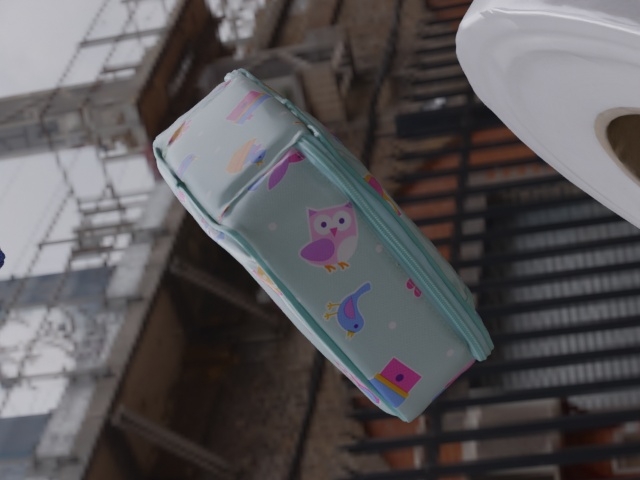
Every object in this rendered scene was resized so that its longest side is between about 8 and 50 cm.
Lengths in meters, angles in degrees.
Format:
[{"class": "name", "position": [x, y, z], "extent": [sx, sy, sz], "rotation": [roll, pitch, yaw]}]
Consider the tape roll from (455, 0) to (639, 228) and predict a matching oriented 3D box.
[{"class": "tape roll", "position": [0.198, -0.050, 0.555], "extent": [0.100, 0.286, 0.286], "rotation": [-59, -24, -6]}]

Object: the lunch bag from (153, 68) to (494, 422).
[{"class": "lunch bag", "position": [0.000, 0.000, 1.012], "extent": [0.224, 0.108, 0.279], "rotation": [47, 179, -28]}]

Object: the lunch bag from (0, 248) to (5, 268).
[{"class": "lunch bag", "position": [-0.325, 0.085, 0.845], "extent": [0.115, 0.303, 0.243], "rotation": [46, -168, -2]}]
